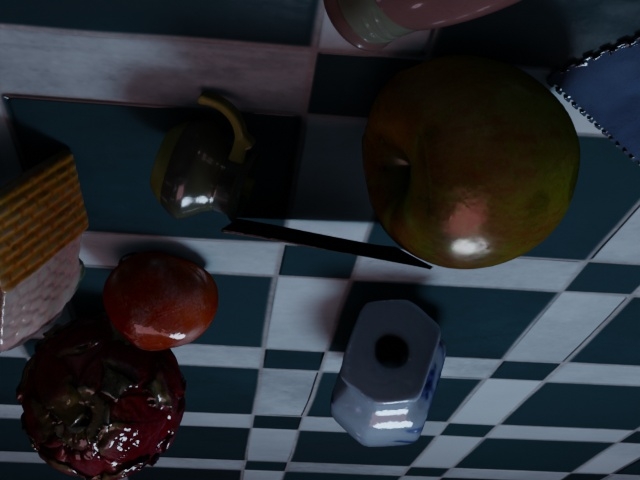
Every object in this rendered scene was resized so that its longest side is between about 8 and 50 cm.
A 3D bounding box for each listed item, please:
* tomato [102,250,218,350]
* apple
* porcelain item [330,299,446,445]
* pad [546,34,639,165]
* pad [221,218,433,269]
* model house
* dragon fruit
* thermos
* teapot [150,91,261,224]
[{"bbox_3d":[-0.257,0.098,1.557,0.186,0.152,0.187,0,149,0],"label":"tomato"},{"bbox_3d":[0.175,-0.093,1.116,0.226,0.246,0.246,-10,159,-23],"label":"apple"},{"bbox_3d":[0.126,0.262,1.785,0.178,0.243,0.405,17,159,10],"label":"porcelain item"},{"bbox_3d":[0.440,-0.179,1.120,0.269,0.012,0.269,-18,149,35],"label":"pad"},{"bbox_3d":[0.000,0.000,1.272,0.247,0.007,0.367,10,-178,-3],"label":"pad"},{"bbox_3d":[-0.442,-0.026,1.290,0.237,0.202,0.237,33,130,13],"label":"model house"},{"bbox_3d":[-0.403,0.288,1.789,0.329,0.329,0.329,1,154,0],"label":"dragon fruit"},{"bbox_3d":[0.102,-0.257,0.828,0.176,0.146,0.265,13,158,-38],"label":"thermos"},{"bbox_3d":[-0.135,-0.097,1.182,0.119,0.130,0.166,19,120,0],"label":"teapot"}]
